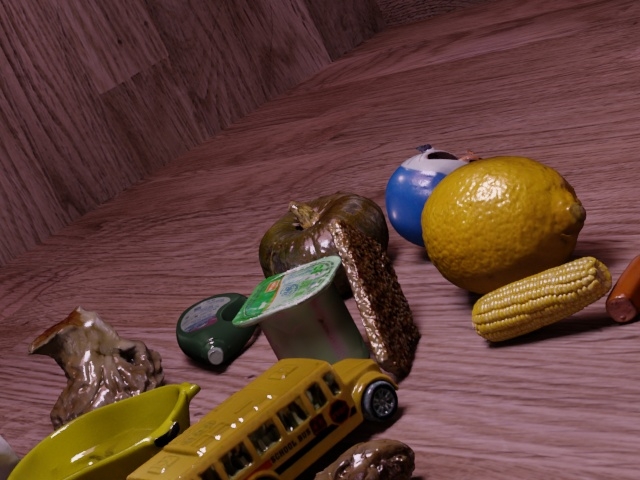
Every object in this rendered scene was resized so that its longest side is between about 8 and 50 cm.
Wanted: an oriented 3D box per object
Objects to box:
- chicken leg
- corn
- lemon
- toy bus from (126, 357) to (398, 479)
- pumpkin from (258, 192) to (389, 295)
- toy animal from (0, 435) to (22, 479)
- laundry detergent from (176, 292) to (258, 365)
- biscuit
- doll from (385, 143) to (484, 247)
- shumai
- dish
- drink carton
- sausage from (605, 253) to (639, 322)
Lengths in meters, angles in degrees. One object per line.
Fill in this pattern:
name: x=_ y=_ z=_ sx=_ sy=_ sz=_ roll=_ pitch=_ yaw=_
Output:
chicken leg: x=0.009 y=0.270 z=1.538 sx=0.198 sy=0.069 sz=0.085 roll=-29 pitch=13 yaw=15
corn: x=0.264 y=0.073 z=1.739 sx=0.206 sy=0.067 sz=0.067 roll=-28 pitch=10 yaw=41
lemon: x=0.242 y=-0.020 z=1.905 sx=0.257 sy=0.188 sz=0.188 roll=-15 pitch=18 yaw=40
toy bus: x=-0.062 y=0.231 z=1.661 sx=0.335 sy=0.123 sz=0.121 roll=-36 pitch=18 yaw=-33
pumpkin: x=0.000 y=0.000 z=2.267 sx=0.219 sy=0.162 sz=0.219 roll=-27 pitch=18 yaw=9
toy animal: x=-0.530 y=0.357 z=1.903 sx=0.265 sy=0.206 sz=0.272 roll=-45 pitch=41 yaw=-20
laundry detergent: x=-0.157 y=0.142 z=2.224 sx=0.137 sy=0.063 sz=0.211 roll=-19 pitch=15 yaw=-2
biscuit: x=0.084 y=0.082 z=1.898 sx=0.026 sy=0.131 sz=0.236 roll=-35 pitch=53 yaw=21
doll: x=0.210 y=-0.060 z=2.139 sx=0.215 sy=0.161 sz=0.257 roll=-2 pitch=7 yaw=-44
shumai: x=-0.340 y=0.192 z=2.133 sx=0.166 sy=0.175 sz=0.206 roll=-18 pitch=20 yaw=25
dish: x=-0.258 y=0.290 z=1.806 sx=0.262 sy=0.108 sz=0.221 roll=-23 pitch=15 yaw=13
drink carton: x=-0.011 y=0.119 z=1.919 sx=0.144 sy=0.142 sz=0.146 roll=-21 pitch=15 yaw=26
sausage: x=0.379 y=0.052 z=1.714 sx=0.039 sy=0.041 sz=0.131 roll=-29 pitch=10 yaw=40
